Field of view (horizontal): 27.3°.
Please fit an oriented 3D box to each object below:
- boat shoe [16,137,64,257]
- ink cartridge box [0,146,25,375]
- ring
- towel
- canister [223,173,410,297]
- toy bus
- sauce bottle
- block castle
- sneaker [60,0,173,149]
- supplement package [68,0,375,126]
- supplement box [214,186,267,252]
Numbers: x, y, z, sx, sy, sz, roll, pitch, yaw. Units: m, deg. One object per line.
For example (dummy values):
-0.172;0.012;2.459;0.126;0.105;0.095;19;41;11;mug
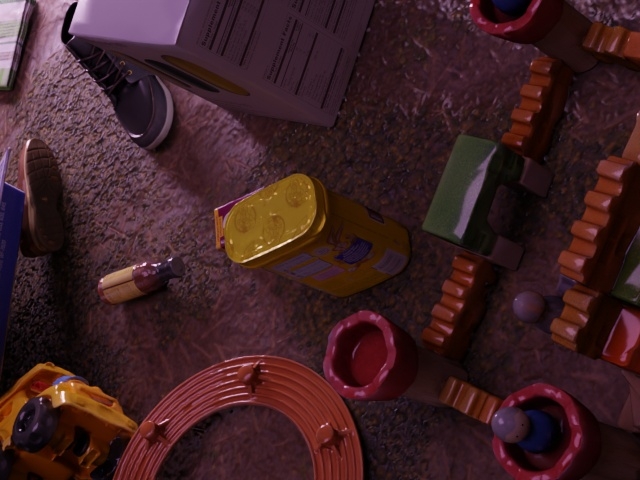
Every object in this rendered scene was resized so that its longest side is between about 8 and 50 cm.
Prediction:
-0.402;-0.059;1.836;0.060;0.064;0.178;-24;63;30;boat shoe
-0.452;0.085;1.734;0.307;0.072;0.303;-43;37;44;ink cartridge box
-0.106;0.278;1.433;0.336;0.032;0.336;-16;55;24;ring
-0.492;-0.304;2.035;0.113;0.023;0.152;5;80;44;towel
0.000;0.000;1.395;0.126;0.170;0.073;-25;60;32;canister
-0.340;0.231;1.642;0.220;0.149;0.211;-44;35;19;toy bus
-0.224;0.050;1.660;0.128;0.042;0.042;-16;65;35;sauce bottle
0.208;-0.022;1.196;0.303;0.213;0.453;22;89;43;block castle
-0.277;-0.217;1.748;0.083;0.118;0.222;-41;52;22;sneaker
-0.106;-0.274;1.522;0.199;0.263;0.198;14;84;43;supplement package
-0.082;-0.020;1.560;0.083;0.043;0.055;-24;59;32;supplement box
